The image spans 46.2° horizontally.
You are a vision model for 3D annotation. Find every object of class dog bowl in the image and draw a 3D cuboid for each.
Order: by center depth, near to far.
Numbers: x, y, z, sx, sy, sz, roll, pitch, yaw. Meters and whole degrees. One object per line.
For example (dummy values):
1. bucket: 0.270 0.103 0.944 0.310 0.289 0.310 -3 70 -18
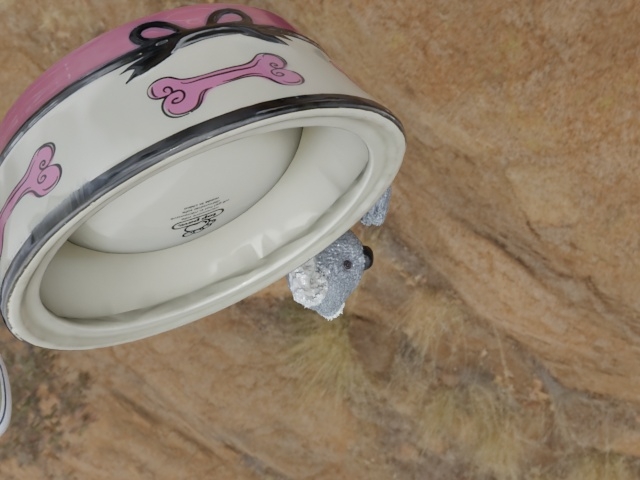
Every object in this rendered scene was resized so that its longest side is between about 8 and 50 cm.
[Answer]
1. dog bowl: -0.128 -0.057 0.734 0.150 0.408 0.408 60 139 17

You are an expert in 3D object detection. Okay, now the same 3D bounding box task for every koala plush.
1. koala plush: 0.000 0.000 1.075 0.203 0.221 0.196 -2 170 9

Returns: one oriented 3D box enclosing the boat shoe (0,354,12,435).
1. boat shoe: -0.441 0.092 0.826 0.302 0.109 0.094 58 161 7
